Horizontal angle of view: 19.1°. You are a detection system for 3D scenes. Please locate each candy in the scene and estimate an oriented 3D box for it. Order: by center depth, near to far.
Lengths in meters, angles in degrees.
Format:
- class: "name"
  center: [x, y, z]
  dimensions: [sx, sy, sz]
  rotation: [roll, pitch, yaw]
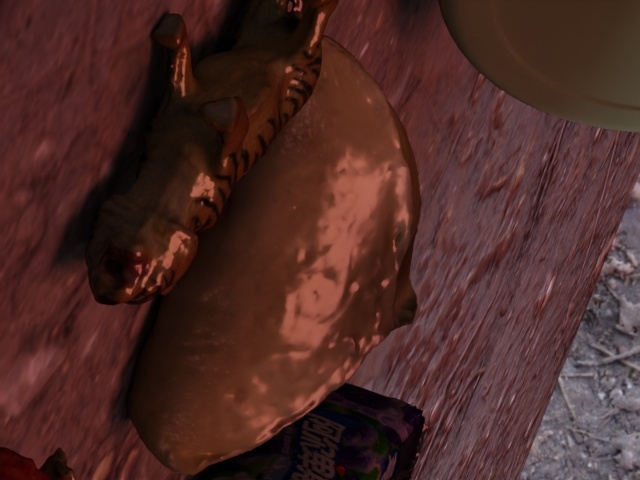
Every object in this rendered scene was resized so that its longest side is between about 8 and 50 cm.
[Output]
- class: "candy"
  center: [-0.018, 0.163, 1.221]
  dimensions: [0.312, 0.088, 0.061]
  rotation: [-32, 138, -66]

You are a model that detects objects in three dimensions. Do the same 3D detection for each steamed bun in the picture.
- class: "steamed bun"
  center: [0.003, 0.008, 1.030]
  dimensions: [0.231, 0.110, 0.212]
  rotation: [-67, 167, 11]

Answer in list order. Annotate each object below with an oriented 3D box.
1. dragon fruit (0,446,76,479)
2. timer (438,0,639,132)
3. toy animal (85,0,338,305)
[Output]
- class: "dragon fruit"
  center: [-0.131, 0.188, 0.630]
  dimensions: [0.210, 0.205, 0.268]
  rotation: [-9, 112, -70]
- class: "timer"
  center: [0.220, -0.271, 1.188]
  dimensions: [0.291, 0.290, 0.315]
  rotation: [91, 2, -56]
- class: "toy animal"
  center: [-0.041, -0.069, 0.865]
  dimensions: [0.241, 0.056, 0.099]
  rotation: [-57, 169, -41]
